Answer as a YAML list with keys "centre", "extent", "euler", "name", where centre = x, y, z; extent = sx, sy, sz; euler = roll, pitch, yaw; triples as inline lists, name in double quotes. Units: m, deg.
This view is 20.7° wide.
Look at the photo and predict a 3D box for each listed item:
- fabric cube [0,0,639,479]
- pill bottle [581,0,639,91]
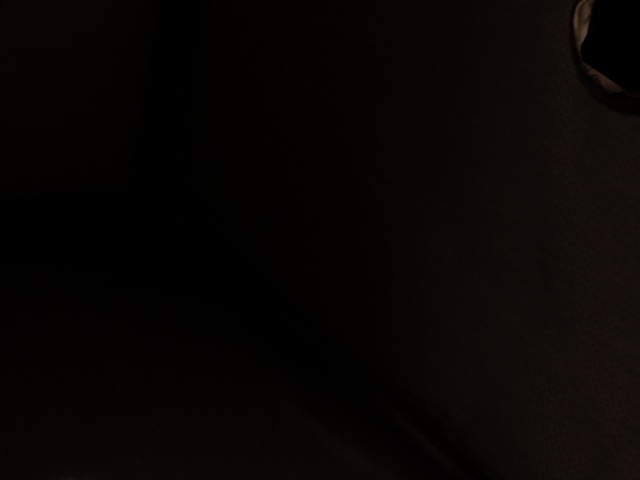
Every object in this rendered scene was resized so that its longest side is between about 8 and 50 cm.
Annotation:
- centre: [-0.070, -0.062, 0.362]
  extent: [0.259, 0.254, 0.258]
  euler: [-6, -152, -35]
  name: "fabric cube"
- centre: [0.088, -0.025, 0.585]
  extent: [0.123, 0.123, 0.219]
  euler: [41, 174, 27]
  name: "pill bottle"
